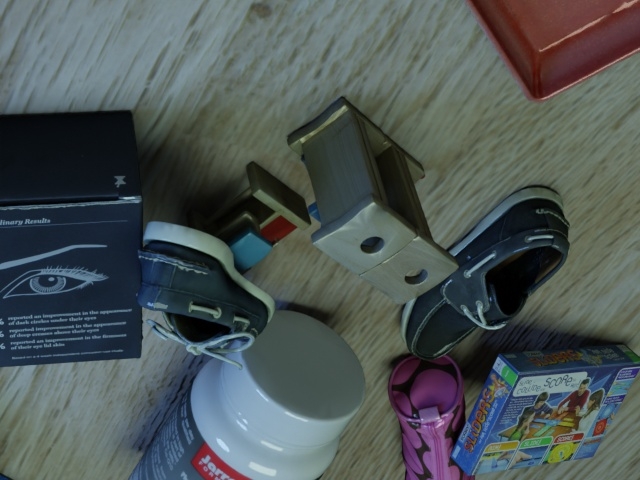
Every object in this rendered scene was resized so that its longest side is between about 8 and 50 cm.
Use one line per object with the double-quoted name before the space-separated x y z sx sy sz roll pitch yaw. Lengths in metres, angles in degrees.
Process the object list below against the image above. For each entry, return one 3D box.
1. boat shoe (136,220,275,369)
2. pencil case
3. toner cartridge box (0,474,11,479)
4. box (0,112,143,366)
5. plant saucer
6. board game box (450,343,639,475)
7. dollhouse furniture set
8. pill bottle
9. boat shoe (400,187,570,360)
"boat shoe" -0.098 0.056 1.138 0.095 0.079 0.254 15 166 9
"pencil case" 0.125 0.217 1.457 0.095 0.098 0.209 -1 138 13
"toner cartridge box" -0.489 0.357 1.471 0.348 0.075 0.165 -31 136 19
"box" -0.228 0.002 1.127 0.153 0.108 0.207 -2 137 -12
"plant saucer" 0.221 -0.251 1.013 0.258 0.047 0.259 -28 135 16
"board game box" 0.244 0.179 1.427 0.201 0.035 0.136 1 122 -39
"dollhouse furniture set" 0.000 0.000 1.167 0.184 0.129 0.129 -35 134 21
"pill bottle" -0.080 0.211 1.352 0.161 0.161 0.283 13 132 -26
"boat shoe" 0.156 0.049 1.301 0.084 0.079 0.233 16 132 -31
